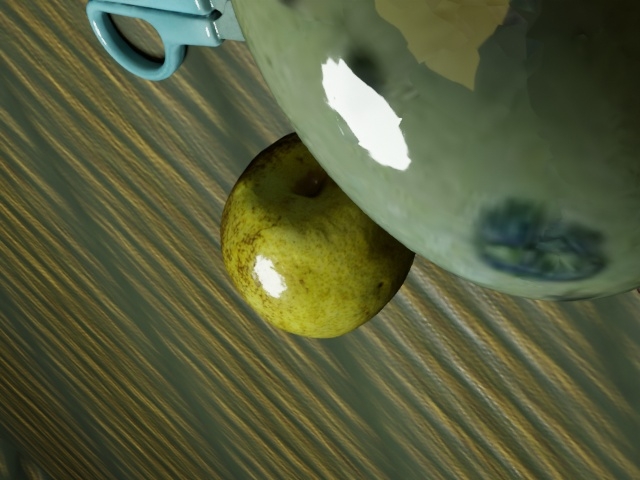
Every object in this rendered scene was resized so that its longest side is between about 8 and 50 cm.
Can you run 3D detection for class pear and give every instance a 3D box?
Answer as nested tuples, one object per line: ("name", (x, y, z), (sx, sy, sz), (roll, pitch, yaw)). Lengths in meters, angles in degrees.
("pear", (0.000, 0.000, 1.172), (0.197, 0.197, 0.197), (28, 145, 21))

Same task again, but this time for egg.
("egg", (0.117, -0.167, 0.678), (0.345, 0.345, 0.428), (3, 111, 45))

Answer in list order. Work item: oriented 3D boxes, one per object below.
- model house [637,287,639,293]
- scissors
("model house", (0.307, -0.010, 0.856), (0.141, 0.164, 0.203), (39, 150, 15))
("scissors", (-0.079, -0.213, 1.145), (0.447, 0.029, 0.192), (16, 140, 36))
